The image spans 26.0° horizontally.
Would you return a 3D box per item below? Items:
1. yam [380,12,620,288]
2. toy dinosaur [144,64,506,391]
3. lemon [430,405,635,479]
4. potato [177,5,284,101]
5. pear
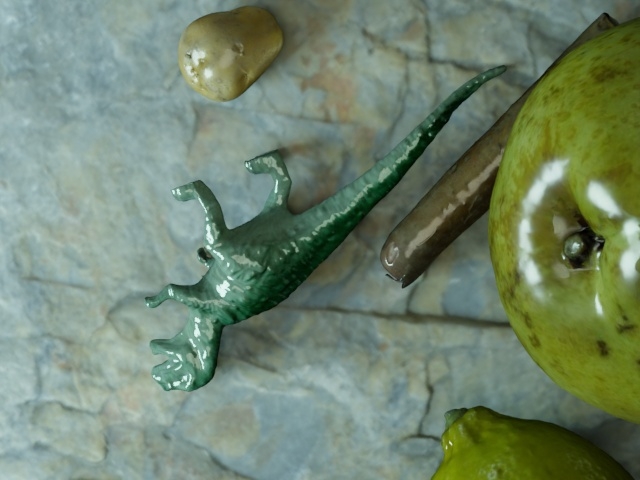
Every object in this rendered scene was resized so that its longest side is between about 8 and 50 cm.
[{"bbox_3d":[0.140,-0.066,1.068,0.046,0.046,0.264,44,103,1],"label":"yam"},{"bbox_3d":[-0.034,-0.036,1.094,0.129,0.076,0.383,42,108,-5],"label":"toy dinosaur"},{"bbox_3d":[0.166,0.236,1.048,0.184,0.184,0.248,-26,72,14],"label":"lemon"},{"bbox_3d":[-0.070,-0.149,1.090,0.083,0.062,0.068,-32,109,-7],"label":"potato"},{"bbox_3d":[0.257,-0.016,0.919,0.304,0.304,0.303,2,100,10],"label":"pear"}]
